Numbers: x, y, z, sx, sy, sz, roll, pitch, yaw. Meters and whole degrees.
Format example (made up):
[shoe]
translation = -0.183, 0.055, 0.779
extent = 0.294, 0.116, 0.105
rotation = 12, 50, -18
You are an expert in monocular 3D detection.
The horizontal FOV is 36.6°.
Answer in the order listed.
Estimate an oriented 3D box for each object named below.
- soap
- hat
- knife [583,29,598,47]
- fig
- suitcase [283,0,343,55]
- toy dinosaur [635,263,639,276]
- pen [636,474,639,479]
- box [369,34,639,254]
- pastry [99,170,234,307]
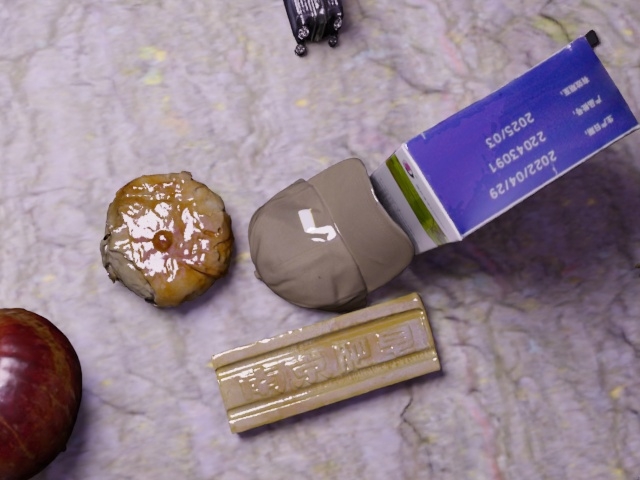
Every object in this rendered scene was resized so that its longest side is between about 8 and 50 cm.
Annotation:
[soap]
translation = 0.009, 0.136, 1.093
extent = 0.252, 0.037, 0.092
rotation = -17, 86, -6
[hat]
translation = 0.000, 0.000, 1.043
extent = 0.144, 0.173, 0.166
rotation = -29, 84, -11
[knife]
translation = 0.285, -0.184, 1.164
extent = 0.023, 0.010, 0.170
rotation = 36, 84, 6
[fig]
translation = -0.334, 0.172, 0.995
extent = 0.205, 0.205, 0.205
rotation = 0, 83, -4
[suitcase]
translation = -0.015, -0.288, 1.114
extent = 0.059, 0.086, 0.126
rotation = -16, 85, -8
[toy dinosaur]
translation = 0.403, 0.023, 1.139
extent = 0.041, 0.026, 0.113
rotation = 30, 91, -7
[pen]
translation = 0.329, 0.338, 1.101
extent = 0.025, 0.025, 0.204
rotation = 38, 83, 1
[box]
translation = 0.165, -0.080, 0.996
extent = 0.200, 0.299, 0.106
rotation = -32, 88, -7
[pastry]
translation = -0.169, -0.003, 1.074
extent = 0.153, 0.081, 0.153
rotation = 3, 75, -10
